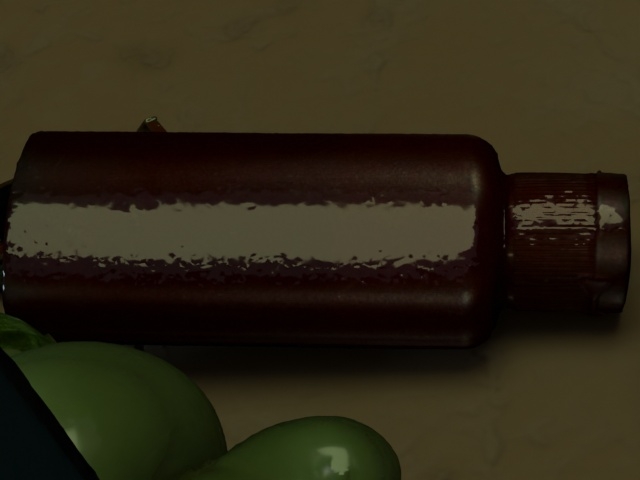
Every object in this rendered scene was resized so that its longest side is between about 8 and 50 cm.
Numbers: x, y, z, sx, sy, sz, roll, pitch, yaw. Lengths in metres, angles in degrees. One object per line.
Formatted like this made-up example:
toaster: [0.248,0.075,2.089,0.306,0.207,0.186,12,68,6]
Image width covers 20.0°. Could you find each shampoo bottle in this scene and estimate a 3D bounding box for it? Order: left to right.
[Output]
shampoo bottle: [0.000,0.000,0.780,0.260,0.064,0.102,1,56,6]

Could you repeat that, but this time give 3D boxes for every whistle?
whistle: [-0.024,0.123,0.647,0.294,0.141,0.141,20,49,5]

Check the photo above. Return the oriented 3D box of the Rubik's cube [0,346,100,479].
Rubik's cube: [-0.179,0.198,0.390,0.310,0.305,0.307,-10,65,1]

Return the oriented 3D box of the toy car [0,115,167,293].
toy car: [-0.123,-0.015,0.855,0.122,0.035,0.059,-19,47,-10]

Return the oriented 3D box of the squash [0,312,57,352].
squash: [-0.273,0.122,0.698,0.379,0.101,0.101,-20,43,-15]
